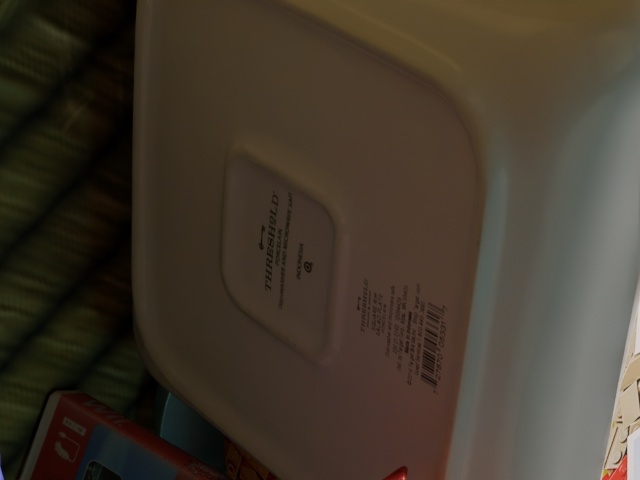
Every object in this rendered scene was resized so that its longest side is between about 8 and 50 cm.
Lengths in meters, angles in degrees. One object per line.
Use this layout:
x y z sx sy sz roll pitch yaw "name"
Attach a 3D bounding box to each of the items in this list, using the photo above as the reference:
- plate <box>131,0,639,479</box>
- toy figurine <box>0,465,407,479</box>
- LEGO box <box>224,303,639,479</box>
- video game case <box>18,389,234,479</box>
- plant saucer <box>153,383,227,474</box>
0.000 0.000 0.564 0.045 0.278 0.277 -18 126 -37 "plate"
-0.175 0.109 0.519 0.362 0.217 0.191 -31 -170 36 "toy figurine"
0.187 0.012 0.833 0.500 0.193 0.372 -21 121 -39 "LEGO box"
-0.046 0.217 0.641 0.025 0.285 0.204 8 105 -61 "video game case"
-0.055 0.077 0.793 0.119 0.021 0.119 -39 142 -40 "plant saucer"
